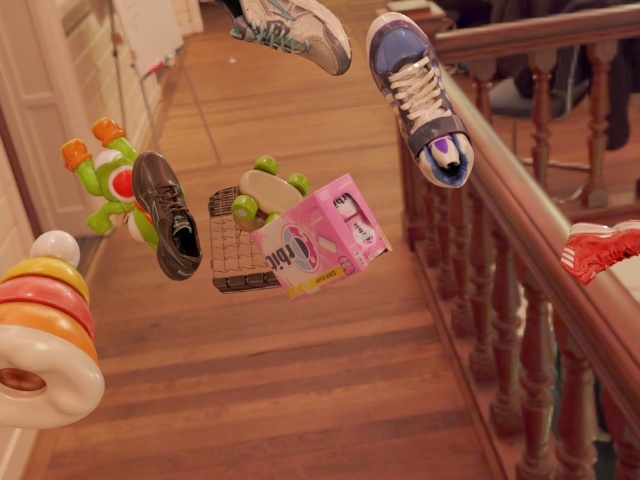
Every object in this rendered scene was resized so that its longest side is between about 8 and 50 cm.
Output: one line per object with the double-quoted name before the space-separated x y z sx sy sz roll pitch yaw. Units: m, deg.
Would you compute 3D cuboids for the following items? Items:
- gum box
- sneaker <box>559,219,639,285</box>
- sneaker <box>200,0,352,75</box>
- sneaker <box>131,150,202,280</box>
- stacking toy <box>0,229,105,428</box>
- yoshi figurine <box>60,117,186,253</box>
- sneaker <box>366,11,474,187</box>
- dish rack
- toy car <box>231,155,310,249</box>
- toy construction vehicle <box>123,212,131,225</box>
"gum box" 0.000 0.000 0.964 0.062 0.107 0.188 -32 2 -34
"sneaker" 0.557 0.035 1.461 0.221 0.087 0.128 -3 54 58
"sneaker" -0.080 -0.345 1.231 0.122 0.283 0.110 -54 4 -27
"sneaker" -0.289 -0.057 1.509 0.101 0.267 0.106 -19 -3 -32
"stacking toy" -0.638 0.156 1.771 0.351 0.350 0.479 -5 45 5
"yoshi figurine" -0.412 -0.088 1.734 0.362 0.203 0.203 49 32 9
"sneaker" 0.201 -0.243 1.427 0.130 0.322 0.236 -25 41 1
"dish rack" -0.189 -0.008 1.972 0.208 0.271 0.074 -8 -10 14
"toy car" -0.130 -0.056 1.647 0.149 0.188 0.155 30 50 -7
"toy construction vehicle" -0.458 -0.082 1.864 0.035 0.098 0.085 11 39 -39
